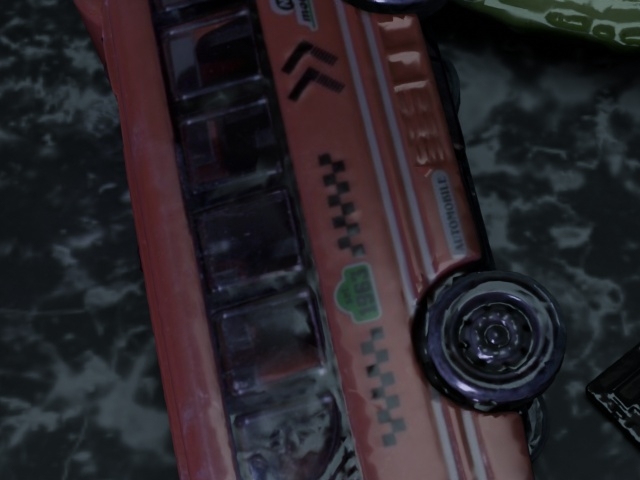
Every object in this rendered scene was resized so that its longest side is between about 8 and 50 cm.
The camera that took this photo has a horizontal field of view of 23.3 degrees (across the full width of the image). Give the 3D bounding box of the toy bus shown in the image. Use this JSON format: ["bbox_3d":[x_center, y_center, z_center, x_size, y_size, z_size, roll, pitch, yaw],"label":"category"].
[{"bbox_3d":[0.000,0.000,0.929,0.233,0.203,0.427,-13,67,0],"label":"toy bus"}]

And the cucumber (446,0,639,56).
[{"bbox_3d":[0.174,-0.195,1.077,0.325,0.105,0.145,13,82,8],"label":"cucumber"}]

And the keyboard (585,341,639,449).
[{"bbox_3d":[0.254,0.147,0.953,0.061,0.013,0.204,-37,68,-16],"label":"keyboard"}]
